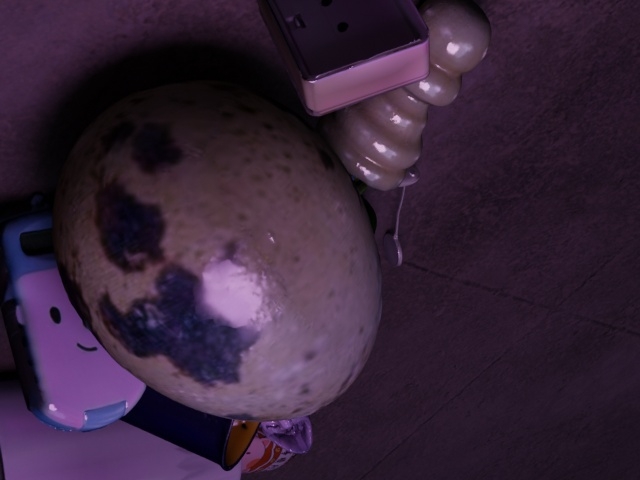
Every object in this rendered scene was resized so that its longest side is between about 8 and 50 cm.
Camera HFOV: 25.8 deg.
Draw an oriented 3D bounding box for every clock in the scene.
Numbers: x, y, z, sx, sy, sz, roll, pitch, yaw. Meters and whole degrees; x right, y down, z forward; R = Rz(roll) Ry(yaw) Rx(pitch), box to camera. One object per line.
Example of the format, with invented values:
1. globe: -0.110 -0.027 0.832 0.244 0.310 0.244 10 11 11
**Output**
1. clock: 0.022 -0.239 1.502 0.147 0.192 0.071 -20 145 -7

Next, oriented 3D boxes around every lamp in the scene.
1. lamp: 0.096 -0.033 1.925 0.056 0.050 0.198 -15 141 -18

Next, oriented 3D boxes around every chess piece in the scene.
1. chess piece: 0.113 -0.189 1.683 0.133 0.133 0.243 16 123 -42

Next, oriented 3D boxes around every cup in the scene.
1. cup: -0.188 0.164 1.856 0.255 0.256 0.178 -21 132 -73
2. cup: -0.315 0.308 1.947 0.372 0.253 0.253 -4 139 -27

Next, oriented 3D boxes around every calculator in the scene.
1. calculator: -0.303 0.085 1.678 0.051 0.293 0.173 -18 176 44

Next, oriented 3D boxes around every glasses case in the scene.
1. glasses case: -0.146 0.324 2.220 0.267 0.067 0.103 7 135 -36

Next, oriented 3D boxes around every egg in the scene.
1. egg: -0.110 0.019 1.591 0.345 0.345 0.428 -30 115 7

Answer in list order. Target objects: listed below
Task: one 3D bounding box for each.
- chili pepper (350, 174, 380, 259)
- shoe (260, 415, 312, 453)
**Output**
1. chili pepper: 0.000 0.000 1.821 0.165 0.173 0.261 8 144 3
2. shoe: -0.084 0.228 2.077 0.095 0.137 0.245 -33 143 5
